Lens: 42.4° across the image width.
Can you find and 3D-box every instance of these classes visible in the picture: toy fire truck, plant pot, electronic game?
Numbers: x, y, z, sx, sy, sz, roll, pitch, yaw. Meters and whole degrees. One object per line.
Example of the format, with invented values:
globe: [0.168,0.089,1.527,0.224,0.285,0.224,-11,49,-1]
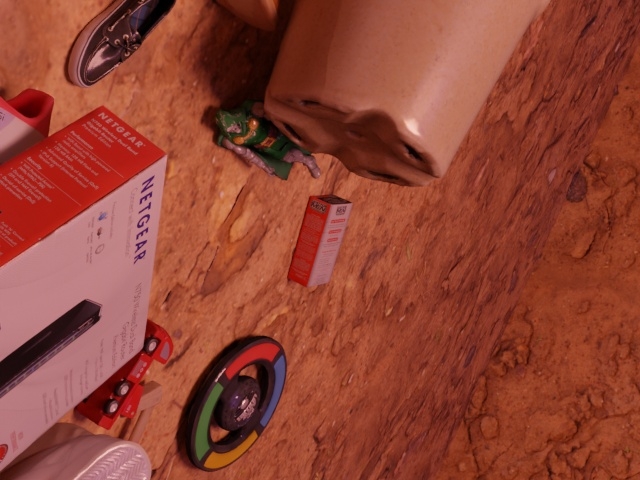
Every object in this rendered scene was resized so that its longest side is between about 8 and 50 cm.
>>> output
toy fire truck: [-0.242,0.204,1.060,0.192,0.047,0.135,-59,152,-14]
plant pot: [0.094,-0.242,0.956,0.306,0.333,0.334,-68,152,-11]
electronic game: [-0.128,0.256,1.294,0.229,0.048,0.229,-39,142,-39]

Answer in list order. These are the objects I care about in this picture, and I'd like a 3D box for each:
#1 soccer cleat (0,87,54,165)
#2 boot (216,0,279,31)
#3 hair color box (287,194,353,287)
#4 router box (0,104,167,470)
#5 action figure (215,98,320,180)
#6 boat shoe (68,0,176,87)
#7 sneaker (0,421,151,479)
soccer cleat: [-0.328,-0.105,0.620,0.116,0.108,0.318,-66,156,0]
boot: [-0.067,-0.382,0.857,0.211,0.104,0.295,-60,151,-15]
hair color box: [0.000,0.000,1.321,0.072,0.043,0.141,-7,119,-58]
router box: [-0.285,0.081,0.749,0.301,0.082,0.335,-42,163,-36]
action figure: [-0.061,-0.135,1.087,0.137,0.063,0.232,-49,151,20]
boat shoe: [-0.197,-0.209,0.828,0.142,0.040,0.049,-57,151,-16]
sneaker: [-0.334,0.296,0.852,0.292,0.169,0.108,-32,113,-37]
